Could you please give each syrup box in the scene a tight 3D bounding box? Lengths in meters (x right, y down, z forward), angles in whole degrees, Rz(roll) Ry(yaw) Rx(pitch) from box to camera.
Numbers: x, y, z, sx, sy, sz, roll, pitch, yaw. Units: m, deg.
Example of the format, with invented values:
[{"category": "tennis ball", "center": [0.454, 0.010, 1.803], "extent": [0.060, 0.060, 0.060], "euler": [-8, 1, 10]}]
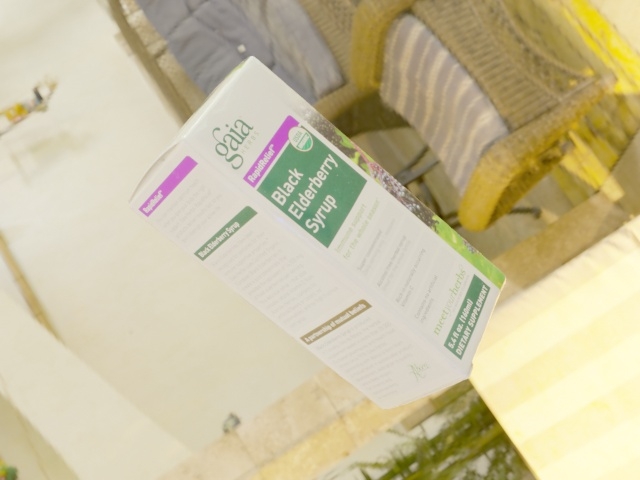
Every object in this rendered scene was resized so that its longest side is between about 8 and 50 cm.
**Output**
[{"category": "syrup box", "center": [0.000, 0.000, 0.607], "extent": [0.237, 0.093, 0.096], "euler": [41, 140, -12]}]
